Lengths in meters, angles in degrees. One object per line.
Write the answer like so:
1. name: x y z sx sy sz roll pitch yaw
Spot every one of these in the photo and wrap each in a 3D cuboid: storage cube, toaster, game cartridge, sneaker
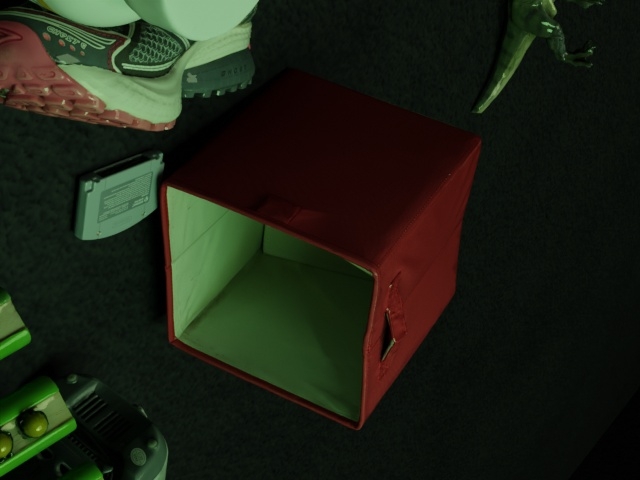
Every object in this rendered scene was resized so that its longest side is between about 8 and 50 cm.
1. storage cube: 0.000 0.000 0.984 0.193 0.215 0.184 -48 152 -41
2. toaster: -0.214 0.219 0.888 0.227 0.129 0.146 -40 150 -34
3. game cartridge: -0.150 -0.032 0.885 0.083 0.017 0.056 -28 136 -50
4. sneaker: -0.119 -0.138 0.707 0.299 0.120 0.112 -52 153 -68

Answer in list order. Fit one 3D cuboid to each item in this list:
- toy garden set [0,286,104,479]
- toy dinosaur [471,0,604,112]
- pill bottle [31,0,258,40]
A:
1. toy garden set: -0.227 0.183 0.745 0.203 0.049 0.244 -32 102 -32
2. toy dinosaur: 0.257 -0.255 1.343 0.064 0.118 0.268 -84 -176 -53
3. pill bottle: -0.123 -0.171 0.559 0.117 0.208 0.118 -44 150 -33
